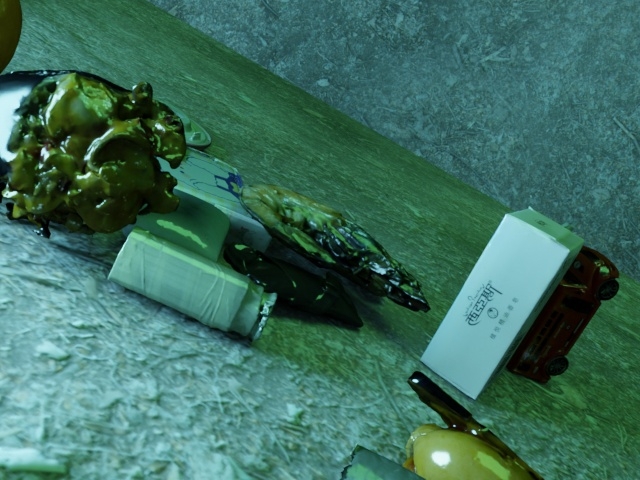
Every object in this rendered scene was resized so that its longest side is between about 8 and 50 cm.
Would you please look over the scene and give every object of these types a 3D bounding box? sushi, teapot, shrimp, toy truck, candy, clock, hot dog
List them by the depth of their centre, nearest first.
[{"bbox_3d":[0.190,0.282,0.673,0.326,0.107,0.194,38,-9,24],"label":"hot dog"},{"bbox_3d":[-0.291,-0.106,0.826,0.204,0.200,0.213,10,17,39],"label":"sushi"},{"bbox_3d":[-0.158,0.057,0.866,0.200,0.077,0.107,26,-1,-9],"label":"teapot"},{"bbox_3d":[-0.205,-0.020,0.992,0.138,0.071,0.174,23,18,-9],"label":"candy"},{"bbox_3d":[0.014,0.011,1.094,0.365,0.071,0.233,38,20,21],"label":"shrimp"},{"bbox_3d":[0.420,0.126,1.232,0.114,0.253,0.107,16,21,-22],"label":"toy truck"},{"bbox_3d":[-0.344,-0.259,1.453,0.244,0.056,0.244,25,18,-9],"label":"clock"}]

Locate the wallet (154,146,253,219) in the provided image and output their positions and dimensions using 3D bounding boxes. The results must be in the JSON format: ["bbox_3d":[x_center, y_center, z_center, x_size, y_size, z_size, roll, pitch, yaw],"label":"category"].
[{"bbox_3d":[-0.272,-0.122,1.162,0.309,0.077,0.223,22,21,-24],"label":"wallet"}]

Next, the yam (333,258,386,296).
[{"bbox_3d":[0.000,0.000,1.247,0.317,0.067,0.071,34,54,15],"label":"yam"}]

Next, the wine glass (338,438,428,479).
[{"bbox_3d":[0.091,0.271,0.586,0.204,0.111,0.111,33,19,9],"label":"wine glass"}]

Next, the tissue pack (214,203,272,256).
[{"bbox_3d":[-0.133,-0.015,1.110,0.108,0.056,0.023,21,25,-20],"label":"tissue pack"}]

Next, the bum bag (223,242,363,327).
[{"bbox_3d":[-0.030,0.068,1.033,0.248,0.060,0.123,15,19,-40],"label":"bum bag"}]

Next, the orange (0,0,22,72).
[{"bbox_3d":[-0.577,-0.333,0.997,0.261,0.261,0.261,26,18,-9],"label":"orange"}]

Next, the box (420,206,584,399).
[{"bbox_3d":[0.297,0.093,1.100,0.116,0.274,0.203,34,19,21],"label":"box"}]
